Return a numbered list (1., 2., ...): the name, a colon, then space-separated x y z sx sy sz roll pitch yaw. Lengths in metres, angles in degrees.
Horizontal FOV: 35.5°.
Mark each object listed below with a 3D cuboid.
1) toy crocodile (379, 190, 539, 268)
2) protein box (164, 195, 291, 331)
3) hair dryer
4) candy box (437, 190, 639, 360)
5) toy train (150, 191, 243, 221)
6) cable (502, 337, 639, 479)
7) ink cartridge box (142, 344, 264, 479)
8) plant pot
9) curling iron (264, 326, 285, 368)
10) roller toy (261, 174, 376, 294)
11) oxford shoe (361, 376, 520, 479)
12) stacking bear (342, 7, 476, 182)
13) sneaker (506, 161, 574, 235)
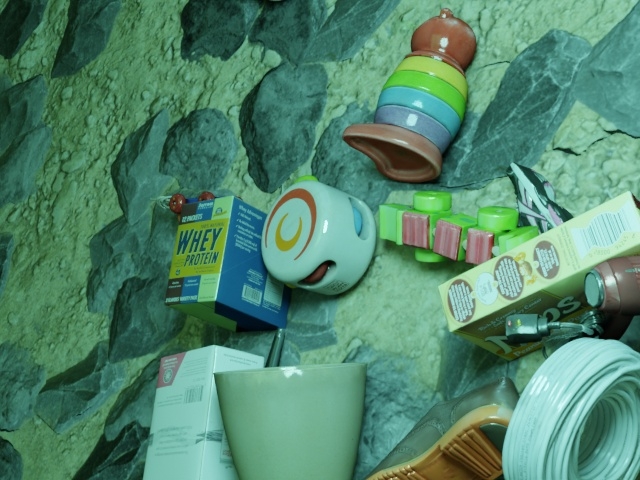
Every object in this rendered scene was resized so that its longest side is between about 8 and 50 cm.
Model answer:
1. toy crocodile: 0.218 -0.008 1.630 0.341 0.105 0.115 17 111 44
2. protein box: -0.163 0.050 1.890 0.136 0.200 0.201 -7 66 38
3. hair dryer: 0.410 0.086 1.372 0.294 0.224 0.080 -22 65 27
4. candy box: 0.354 0.061 1.455 0.317 0.183 0.087 -29 54 28
5. toy train: -0.273 -0.023 2.096 0.248 0.105 0.143 -1 84 40
6. cable: 0.347 0.252 1.327 0.089 0.257 0.257 20 91 48
7. ink cartridge box: -0.218 0.350 1.837 0.207 0.117 0.282 -18 60 50
8. plant pot: -0.042 0.346 1.654 0.257 0.257 0.273 -8 84 38
9. curling iron: -0.095 0.295 1.836 0.068 0.035 0.273 -2 71 43
10. roller toy: 0.000 0.000 1.811 0.191 0.146 0.209 24 93 53
11. oxford shoe: 0.178 0.340 1.554 0.364 0.130 0.132 -39 18 30
12. stacking bear: 0.187 -0.267 1.771 0.164 0.175 0.288 8 69 44
13. sneaker: 0.337 -0.051 1.602 0.077 0.072 0.178 -50 41 26
